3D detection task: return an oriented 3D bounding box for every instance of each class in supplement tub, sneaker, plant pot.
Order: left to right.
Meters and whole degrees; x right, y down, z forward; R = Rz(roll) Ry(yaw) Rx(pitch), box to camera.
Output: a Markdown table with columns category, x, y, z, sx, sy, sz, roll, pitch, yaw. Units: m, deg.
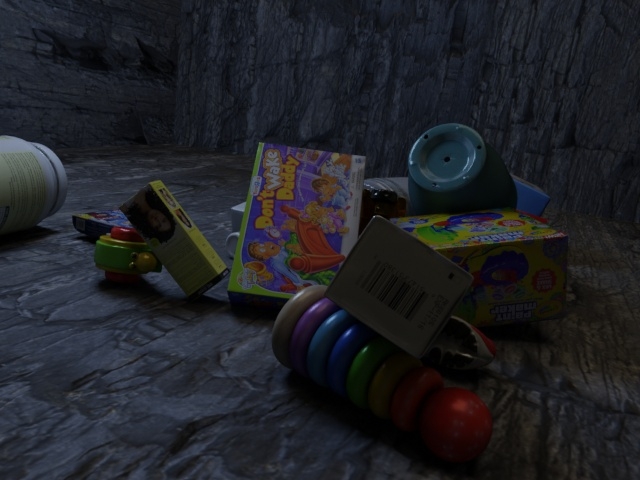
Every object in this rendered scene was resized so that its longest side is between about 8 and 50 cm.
| category | x | y | z | sx | sy | sz | roll | pitch | yaw |
| --- | --- | --- | --- | --- | --- | --- | --- | --- | --- |
| supplement tub | -0.783 | -0.123 | 1.303 | 0.236 | 0.235 | 0.325 | 11 | 14 | 14 |
| supplement tub | -0.183 | 0.008 | 1.432 | 0.071 | 0.071 | 0.107 | 16 | 17 | 31 |
| sneaker | 0.187 | 0.162 | 1.012 | 0.118 | 0.107 | 0.279 | 20 | 5 | -44 |
| plant pot | 0.336 | -0.147 | 1.393 | 0.272 | 0.271 | 0.255 | 15 | -13 | 28 |

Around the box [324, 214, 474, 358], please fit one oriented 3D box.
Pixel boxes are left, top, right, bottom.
| category | x | y | z | sx | sy | sz | roll | pitch | yaw |
| --- | --- | --- | --- | --- | --- | --- | --- | --- | --- |
| box | 0.108 | 0.059 | 0.811 | 0.148 | 0.121 | 0.311 | 33 | 2 | 8 |

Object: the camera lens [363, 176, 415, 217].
| category | x | y | z | sx | sy | sz | roll | pitch | yaw |
| --- | --- | --- | --- | --- | --- | --- | --- | --- | --- |
| camera lens | 0.196 | -0.075 | 1.645 | 0.219 | 0.219 | 0.274 | 19 | 18 | 38 |

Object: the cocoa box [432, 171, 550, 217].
| category | x | y | z | sx | sy | sz | roll | pitch | yaw |
| --- | --- | --- | --- | --- | --- | --- | --- | --- | --- |
| cocoa box | 0.539 | -0.137 | 1.864 | 0.347 | 0.228 | 0.231 | 28 | 18 | 7 |

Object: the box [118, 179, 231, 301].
| category | x | y | z | sx | sy | sz | roll | pitch | yaw |
| --- | --- | --- | --- | --- | --- | --- | --- | --- | --- |
| box | -0.283 | 0.001 | 1.097 | 0.232 | 0.087 | 0.058 | 52 | 14 | -6 |

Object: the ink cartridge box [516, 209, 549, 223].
| category | x | y | z | sx | sy | sz | roll | pitch | yaw |
| --- | --- | --- | --- | --- | --- | --- | --- | --- | --- |
| ink cartridge box | 0.465 | -0.019 | 1.561 | 0.060 | 0.239 | 0.275 | 48 | 4 | -12 |

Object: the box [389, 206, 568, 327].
| category | x | y | z | sx | sy | sz | roll | pitch | yaw |
| --- | --- | --- | --- | --- | --- | --- | --- | --- | --- |
| box | 0.320 | 0.052 | 1.194 | 0.290 | 0.177 | 0.279 | -6 | 15 | -4 |

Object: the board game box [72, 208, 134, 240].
| category | x | y | z | sx | sy | sz | roll | pitch | yaw |
| --- | --- | --- | --- | --- | --- | --- | --- | --- | --- |
| board game box | -0.497 | -0.032 | 1.454 | 0.194 | 0.060 | 0.194 | 14 | 14 | 25 |

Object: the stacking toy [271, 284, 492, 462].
| category | x | y | z | sx | sy | sz | roll | pitch | yaw |
| --- | --- | --- | --- | --- | --- | --- | --- | --- | --- |
| stacking toy | 0.086 | 0.182 | 0.773 | 0.330 | 0.141 | 0.141 | 25 | 22 | 39 |

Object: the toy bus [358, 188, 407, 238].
| category | x | y | z | sx | sy | sz | roll | pitch | yaw |
| --- | --- | --- | --- | --- | --- | --- | --- | --- | --- |
| toy bus | 0.102 | -0.055 | 1.428 | 0.220 | 0.149 | 0.211 | 10 | -2 | 6 |

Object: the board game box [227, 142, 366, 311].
| category | x | y | z | sx | sy | sz | roll | pitch | yaw |
| --- | --- | --- | --- | --- | --- | --- | --- | --- | --- |
| board game box | -0.040 | -0.025 | 1.146 | 0.233 | 0.347 | 0.078 | 7 | -28 | 1 |

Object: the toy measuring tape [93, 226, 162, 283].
| category | x | y | z | sx | sy | sz | roll | pitch | yaw |
| --- | --- | --- | --- | --- | --- | --- | --- | --- | --- |
| toy measuring tape | -0.438 | 0.019 | 1.189 | 0.121 | 0.121 | 0.330 | -4 | 11 | -38 |

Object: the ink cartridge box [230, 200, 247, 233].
| category | x | y | z | sx | sy | sz | roll | pitch | yaw |
| --- | --- | --- | --- | --- | --- | --- | --- | --- | --- |
| ink cartridge box | -0.139 | -0.071 | 1.654 | 0.154 | 0.093 | 0.212 | 12 | 26 | 26 |
